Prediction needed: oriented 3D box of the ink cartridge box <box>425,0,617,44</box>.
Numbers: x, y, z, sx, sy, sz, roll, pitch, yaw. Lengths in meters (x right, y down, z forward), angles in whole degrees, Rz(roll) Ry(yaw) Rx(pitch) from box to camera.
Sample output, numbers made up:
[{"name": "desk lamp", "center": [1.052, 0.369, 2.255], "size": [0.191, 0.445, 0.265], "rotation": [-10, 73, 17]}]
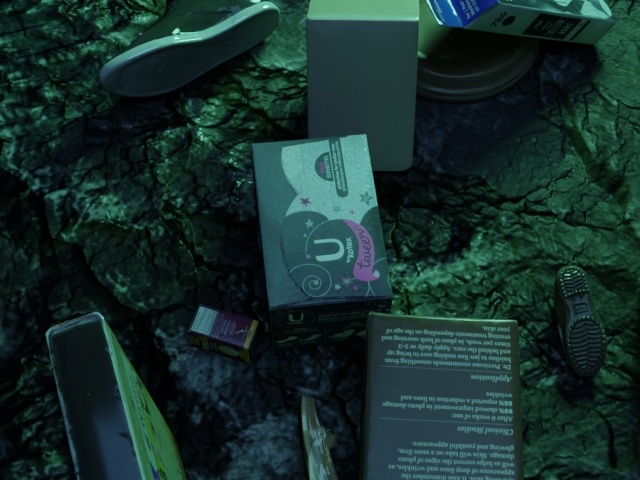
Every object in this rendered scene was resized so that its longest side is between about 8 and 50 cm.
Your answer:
[{"name": "ink cartridge box", "center": [0.278, -0.378, 1.573], "size": [0.333, 0.065, 0.165], "rotation": [-4, 60, -37]}]

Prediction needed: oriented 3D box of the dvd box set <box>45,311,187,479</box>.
[{"name": "dvd box set", "center": [-0.175, 0.291, 1.115], "size": [0.062, 0.420, 0.307], "rotation": [-17, 65, -6]}]

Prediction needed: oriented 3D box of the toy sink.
[{"name": "toy sink", "center": [0.061, -0.232, 1.528], "size": [0.153, 0.234, 0.131], "rotation": [1, 34, 4]}]

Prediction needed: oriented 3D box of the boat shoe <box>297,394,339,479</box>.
[{"name": "boat shoe", "center": [-0.001, 0.259, 1.344], "size": [0.045, 0.050, 0.135], "rotation": [-7, 73, -8]}]

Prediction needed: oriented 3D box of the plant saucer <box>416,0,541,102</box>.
[{"name": "plant saucer", "center": [0.203, -0.336, 1.651], "size": [0.278, 0.041, 0.277], "rotation": [0, 63, 0]}]

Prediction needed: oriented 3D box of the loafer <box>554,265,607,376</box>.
[{"name": "loafer", "center": [0.343, 0.108, 1.423], "size": [0.056, 0.050, 0.147], "rotation": [-5, 79, 0]}]

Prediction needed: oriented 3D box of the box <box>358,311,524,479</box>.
[{"name": "box", "center": [0.141, 0.287, 1.281], "size": [0.191, 0.143, 0.381], "rotation": [4, 61, 1]}]

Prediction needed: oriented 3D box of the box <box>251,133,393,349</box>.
[{"name": "box", "center": [0.000, 0.000, 1.420], "size": [0.164, 0.142, 0.247], "rotation": [-6, 64, -3]}]

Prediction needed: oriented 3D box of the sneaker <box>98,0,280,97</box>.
[{"name": "sneaker", "center": [-0.221, -0.322, 1.608], "size": [0.296, 0.104, 0.147], "rotation": [-29, 65, -21]}]

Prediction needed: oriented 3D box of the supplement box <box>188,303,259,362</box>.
[{"name": "supplement box", "center": [-0.125, 0.122, 1.405], "size": [0.083, 0.055, 0.043], "rotation": [16, 64, 8]}]
